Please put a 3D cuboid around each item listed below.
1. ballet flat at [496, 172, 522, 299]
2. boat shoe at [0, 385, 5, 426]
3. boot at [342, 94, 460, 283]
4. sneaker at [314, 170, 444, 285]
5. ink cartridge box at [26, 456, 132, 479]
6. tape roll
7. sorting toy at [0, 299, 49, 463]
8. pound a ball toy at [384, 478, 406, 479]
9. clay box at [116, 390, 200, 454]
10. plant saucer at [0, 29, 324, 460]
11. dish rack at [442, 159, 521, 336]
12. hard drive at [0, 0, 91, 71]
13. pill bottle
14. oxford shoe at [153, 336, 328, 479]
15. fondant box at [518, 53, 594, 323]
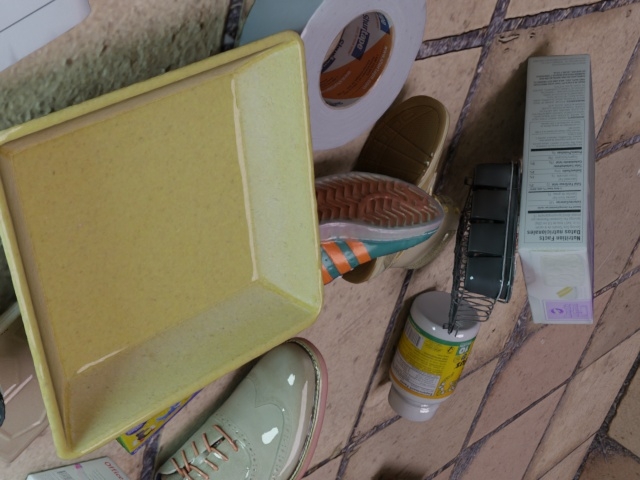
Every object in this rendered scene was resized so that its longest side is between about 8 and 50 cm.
[{"bbox_3d":[0.286,-0.004,1.693,0.077,0.091,0.240,-17,125,-37],"label":"ballet flat"},{"bbox_3d":[-0.366,0.122,0.828,0.114,0.091,0.302,-57,141,1],"label":"boat shoe"},{"bbox_3d":[0.130,-0.068,1.384,0.203,0.095,0.261,-5,121,-57],"label":"boot"},{"bbox_3d":[0.000,0.000,1.224,0.302,0.108,0.121,-7,137,-24],"label":"sneaker"},{"bbox_3d":[-0.279,0.326,1.218,0.143,0.092,0.089,1,121,-55],"label":"ink cartridge box"},{"bbox_3d":[0.015,-0.205,1.092,0.219,0.072,0.219,-35,145,-28],"label":"tape roll"},{"bbox_3d":[-0.294,0.123,1.044,0.193,0.038,0.208,-46,154,-13],"label":"sorting toy"},{"bbox_3d":[0.143,0.565,2.077,0.208,0.135,0.319,-32,154,14],"label":"pound a ball toy"},{"bbox_3d":[-0.195,0.155,1.150,0.127,0.053,0.222,-43,163,-18],"label":"clay box"},{"bbox_3d":[-0.152,-0.008,0.977,0.333,0.081,0.332,-27,127,-34],"label":"plant saucer"},{"bbox_3d":[0.231,0.023,1.509,0.271,0.074,0.208,91,8,-67],"label":"dish rack"},{"bbox_3d":[-0.287,-0.237,0.651,0.233,0.047,0.353,-39,147,-24],"label":"hard drive"},{"bbox_3d":[0.181,0.198,1.716,0.118,0.118,0.208,-20,137,-44],"label":"pill bottle"},{"bbox_3d":[-0.126,0.302,1.373,0.147,0.140,0.397,15,107,-52],"label":"oxford shoe"},{"bbox_3d":[0.355,-0.072,1.521,0.238,0.096,0.330,62,33,-57],"label":"fondant box"}]
